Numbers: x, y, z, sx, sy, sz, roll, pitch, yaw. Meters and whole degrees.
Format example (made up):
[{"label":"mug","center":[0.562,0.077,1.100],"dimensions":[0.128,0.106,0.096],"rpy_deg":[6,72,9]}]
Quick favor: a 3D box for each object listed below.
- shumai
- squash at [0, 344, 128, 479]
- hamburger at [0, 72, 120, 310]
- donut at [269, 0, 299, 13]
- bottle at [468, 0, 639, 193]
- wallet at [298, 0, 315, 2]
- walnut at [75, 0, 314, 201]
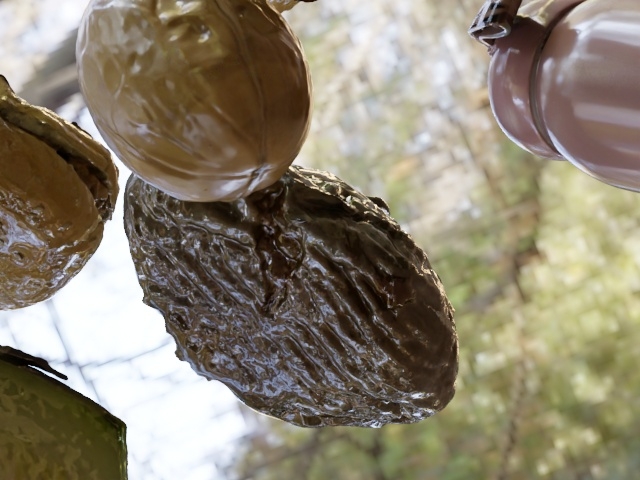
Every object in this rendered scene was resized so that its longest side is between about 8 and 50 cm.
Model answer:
[{"label":"shumai","center":[0.002,-0.002,1.770],"dimensions":[0.346,0.217,0.283],"rpy_deg":[40,-145,-7]},{"label":"squash","center":[-0.280,0.155,1.281],"dimensions":[0.309,0.210,0.234],"rpy_deg":[55,-153,-54]},{"label":"hamburger","center":[-0.354,-0.052,1.982],"dimensions":[0.283,0.259,0.144],"rpy_deg":[32,-130,-10]},{"label":"donut","center":[-0.058,-0.380,1.998],"dimensions":[0.303,0.110,0.303],"rpy_deg":[25,-122,-47]},{"label":"bottle","center":[0.263,-0.130,1.565],"dimensions":[0.206,0.173,0.297],"rpy_deg":[38,167,-38]},{"label":"wallet","center":[-0.040,-0.295,1.494],"dimensions":[0.142,0.045,0.204],"rpy_deg":[36,-134,-37]},{"label":"walnut","center":[-0.091,-0.117,1.466],"dimensions":[0.197,0.165,0.165],"rpy_deg":[54,-170,24]}]
